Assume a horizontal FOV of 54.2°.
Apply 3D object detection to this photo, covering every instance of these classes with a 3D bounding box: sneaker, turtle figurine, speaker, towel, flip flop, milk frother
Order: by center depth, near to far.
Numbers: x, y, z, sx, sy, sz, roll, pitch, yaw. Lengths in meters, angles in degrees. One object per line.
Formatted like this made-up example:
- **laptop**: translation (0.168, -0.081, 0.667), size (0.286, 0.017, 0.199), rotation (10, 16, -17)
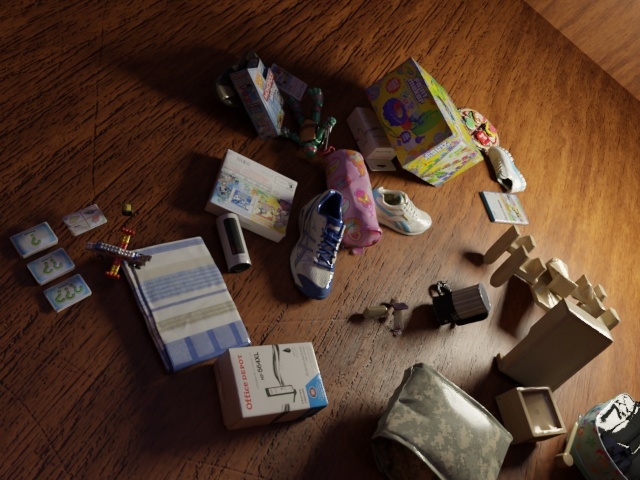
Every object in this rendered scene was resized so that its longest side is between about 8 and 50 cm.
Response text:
- **towel**: translation (-0.291, 0.129, 1.338), size (0.209, 0.034, 0.284), rotation (-16, 70, -39)
- **speaker**: translation (-0.204, 0.007, 1.465), size (0.055, 0.055, 0.136), rotation (-1, 61, -34)
- **sneaker**: translation (0.000, 0.000, 1.554), size (0.112, 0.131, 0.296), rotation (17, 53, -26)
- **milk frother**: translation (0.383, 0.151, 1.699), size (0.129, 0.135, 0.143), rotation (35, 41, -53)
- **flip flop**: translation (-0.236, -0.449, 1.739), size (0.277, 0.080, 0.112), rotation (-70, 143, -50)
- **turtle figurine**: translation (-0.038, -0.316, 1.761), size (0.175, 0.118, 0.234), rotation (-10, 56, 8)
- **sneaker**: translation (0.231, -0.084, 1.790), size (0.229, 0.092, 0.087), rotation (17, 51, -25)
- **sneaker**: translation (0.640, -0.247, 2.192), size (0.083, 0.071, 0.190), rotation (-22, 73, -35)

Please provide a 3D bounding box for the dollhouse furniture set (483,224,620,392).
- **dollhouse furniture set**: translation (0.644, 0.219, 1.820), size (0.362, 0.256, 0.394), rotation (33, 26, -11)

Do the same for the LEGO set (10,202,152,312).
- **LEGO set**: translation (-0.465, 0.009, 1.265), size (0.244, 0.060, 0.182), rotation (-30, 78, -32)

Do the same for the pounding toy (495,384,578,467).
- **pounding toy**: translation (0.573, 0.490, 1.621), size (0.181, 0.094, 0.205), rotation (5, 58, -30)

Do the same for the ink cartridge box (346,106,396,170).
- **ink cartridge box**: translation (0.173, -0.311, 1.924), size (0.115, 0.067, 0.198), rotation (-6, 64, -37)

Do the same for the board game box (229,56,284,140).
- **board game box**: translation (-0.165, -0.410, 1.700), size (0.194, 0.060, 0.194), rotation (57, 30, -42)

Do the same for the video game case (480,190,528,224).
- **video game case**: translation (0.625, -0.109, 2.122), size (0.166, 0.015, 0.119), rotation (3, 58, -32)

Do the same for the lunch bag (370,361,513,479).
- **lunch bag**: translation (0.251, 0.444, 1.390), size (0.287, 0.169, 0.235), rotation (46, 46, -4)

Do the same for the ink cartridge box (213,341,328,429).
- **ink cartridge box**: translation (-0.105, 0.300, 1.307), size (0.203, 0.086, 0.148), rotation (1, 60, -34)

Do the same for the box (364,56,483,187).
- **box**: translation (0.319, -0.353, 1.909), size (0.279, 0.177, 0.289), rotation (16, 47, -57)

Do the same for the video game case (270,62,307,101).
- **video game case**: translation (-0.104, -0.478, 1.894), size (0.122, 0.011, 0.087), rotation (30, 49, -13)

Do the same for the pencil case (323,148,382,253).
- **pencil case**: translation (0.085, -0.109, 1.696), size (0.124, 0.124, 0.284), rotation (6, 57, -30)

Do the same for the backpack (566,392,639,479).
- **backpack**: translation (0.772, 0.549, 1.646), size (0.254, 0.191, 0.225), rotation (-16, 67, -48)

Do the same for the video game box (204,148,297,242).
- **video game box**: translation (-0.170, -0.112, 1.575), size (0.205, 0.048, 0.187), rotation (25, 47, -17)

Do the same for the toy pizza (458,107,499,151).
- **toy pizza**: translation (0.579, -0.410, 2.285), size (0.201, 0.032, 0.201), rotation (17, 52, -23)

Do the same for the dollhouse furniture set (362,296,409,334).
- **dollhouse furniture set**: translation (0.160, 0.201, 1.605), size (0.115, 0.091, 0.081), rotation (-5, 103, -11)

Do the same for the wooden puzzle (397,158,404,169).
- **wooden puzzle**: translation (0.266, -0.257, 1.990), size (0.049, 0.006, 0.083), rotation (18, 52, -22)
